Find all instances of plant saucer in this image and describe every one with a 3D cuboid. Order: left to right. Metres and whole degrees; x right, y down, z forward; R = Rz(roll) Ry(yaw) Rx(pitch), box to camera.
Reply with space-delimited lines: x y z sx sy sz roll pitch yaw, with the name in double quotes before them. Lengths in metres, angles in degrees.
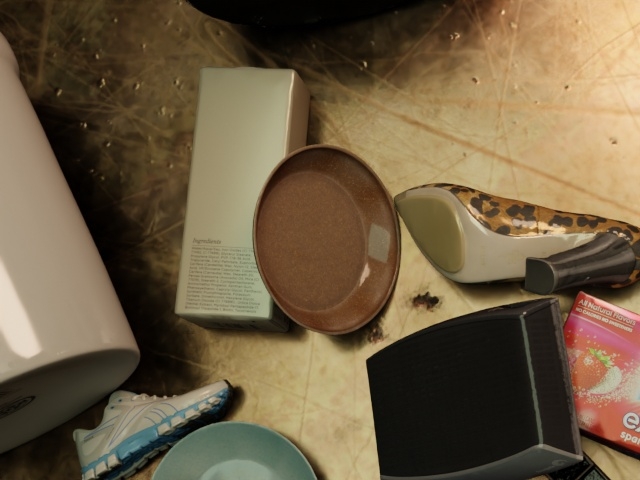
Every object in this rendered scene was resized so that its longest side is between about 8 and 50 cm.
"plant saucer" -0.089 0.288 1.519 0.195 0.037 0.195 -2 77 11
"plant saucer" 0.000 0.000 1.507 0.036 0.199 0.198 -9 73 51

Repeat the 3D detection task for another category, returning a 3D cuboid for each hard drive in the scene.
"hard drive" 0.139 0.157 1.413 0.255 0.054 0.172 -23 69 50

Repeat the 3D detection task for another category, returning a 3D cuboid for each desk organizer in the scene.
"desk organizer" 0.272 0.253 1.440 0.047 0.050 0.130 -44 73 1

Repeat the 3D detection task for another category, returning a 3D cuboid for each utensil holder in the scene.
"utensil holder" -0.401 0.016 1.503 0.328 0.327 0.385 -29 77 5

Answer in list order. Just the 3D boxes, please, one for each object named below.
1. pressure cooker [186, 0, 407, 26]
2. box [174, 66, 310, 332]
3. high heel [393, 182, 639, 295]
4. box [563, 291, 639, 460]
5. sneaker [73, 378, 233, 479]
"pressure cooker" -0.026 -0.473 1.503 0.370 0.375 0.420 -7 75 -15
"box" -0.081 -0.044 1.558 0.113 0.094 0.275 4 79 13
"high heel" 0.214 -0.009 1.514 0.261 0.186 0.093 28 120 45
"box" 0.347 0.159 1.406 0.257 0.122 0.128 23 84 16
"sneaker" -0.185 0.187 1.547 0.191 0.071 0.083 -29 67 4
